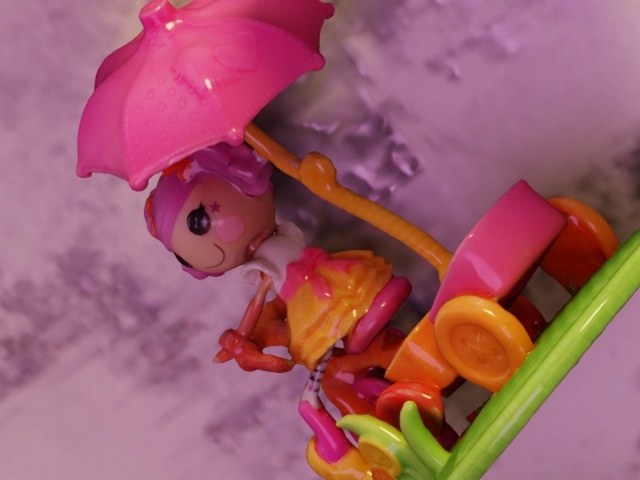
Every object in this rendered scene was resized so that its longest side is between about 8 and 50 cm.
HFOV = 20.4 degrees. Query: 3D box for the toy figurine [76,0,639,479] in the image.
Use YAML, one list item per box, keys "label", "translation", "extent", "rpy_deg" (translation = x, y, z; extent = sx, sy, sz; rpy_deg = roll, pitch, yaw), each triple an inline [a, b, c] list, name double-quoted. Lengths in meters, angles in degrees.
- label: "toy figurine"
  translation: [0.000, 0.000, 0.518]
  extent: [0.159, 0.130, 0.173]
  rpy_deg: [39, 145, 9]
